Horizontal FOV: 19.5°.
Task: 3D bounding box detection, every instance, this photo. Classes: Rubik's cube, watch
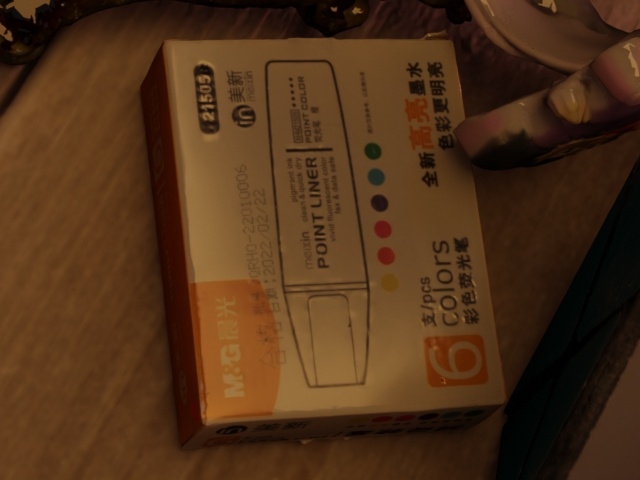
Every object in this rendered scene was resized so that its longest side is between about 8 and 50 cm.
[{"bbox_3d":[0.264,0.122,1.166,0.255,0.260,0.259,22,112,-2],"label":"Rubik's cube"},{"bbox_3d":[0.173,-0.183,1.224,0.196,0.244,0.231,-24,88,-50],"label":"watch"}]

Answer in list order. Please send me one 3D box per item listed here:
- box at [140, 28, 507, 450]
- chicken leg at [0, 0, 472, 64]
[{"bbox_3d":[0.000,0.000,1.270,0.221,0.091,0.273,-5,76,-18],"label":"box"},{"bbox_3d":[-0.062,-0.239,1.290,0.361,0.140,0.211,-5,70,-13],"label":"chicken leg"}]
